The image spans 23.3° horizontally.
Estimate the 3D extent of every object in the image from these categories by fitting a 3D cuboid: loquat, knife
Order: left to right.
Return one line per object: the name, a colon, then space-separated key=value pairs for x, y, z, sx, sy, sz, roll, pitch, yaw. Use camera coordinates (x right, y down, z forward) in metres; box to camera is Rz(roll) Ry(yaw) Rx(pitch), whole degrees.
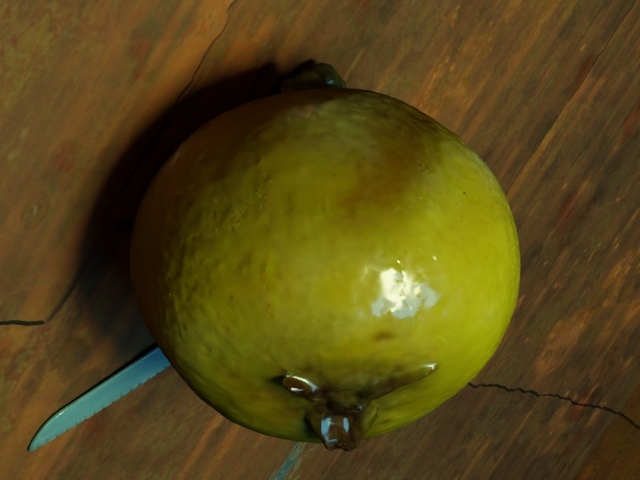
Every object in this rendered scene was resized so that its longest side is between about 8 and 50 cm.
knife: x=-0.155 y=0.112 z=1.508 sx=0.313 sy=0.019 sz=0.044 roll=-33 pitch=148 yaw=-26
loquat: x=0.000 y=0.000 z=1.333 sx=0.328 sy=0.360 sz=0.328 roll=-3 pitch=150 yaw=-2
